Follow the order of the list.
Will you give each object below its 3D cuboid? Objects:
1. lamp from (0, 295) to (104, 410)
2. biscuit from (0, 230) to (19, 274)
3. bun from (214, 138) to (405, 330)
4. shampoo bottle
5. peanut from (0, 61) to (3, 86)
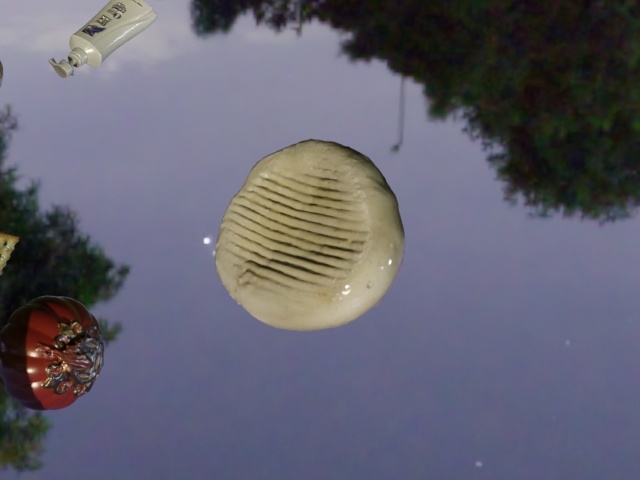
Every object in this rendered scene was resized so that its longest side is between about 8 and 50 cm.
[{"bbox_3d":[-0.517,0.220,1.928,0.227,0.226,0.227,2,-160,-1],"label":"lamp"},{"bbox_3d":[-0.547,0.068,1.523,0.016,0.203,0.144,31,-177,22],"label":"biscuit"},{"bbox_3d":[0.000,0.000,1.107,0.231,0.231,0.133,17,173,34],"label":"bun"},{"bbox_3d":[-0.233,-0.215,1.059,0.049,0.034,0.141,42,-128,-8],"label":"shampoo bottle"},{"bbox_3d":[-0.466,-0.208,1.097,0.257,0.123,0.124,11,-171,-45],"label":"peanut"}]
